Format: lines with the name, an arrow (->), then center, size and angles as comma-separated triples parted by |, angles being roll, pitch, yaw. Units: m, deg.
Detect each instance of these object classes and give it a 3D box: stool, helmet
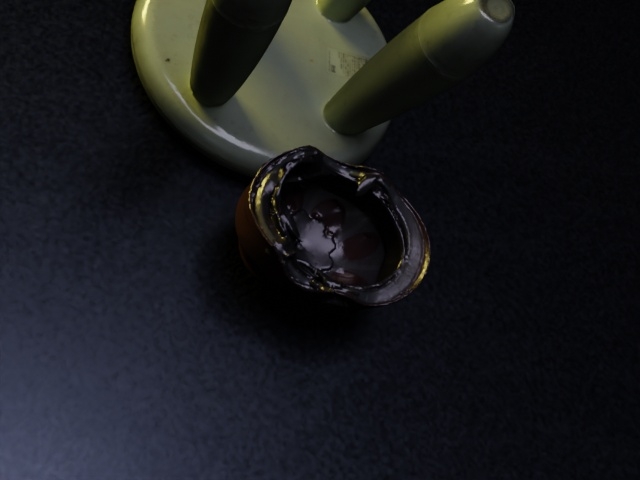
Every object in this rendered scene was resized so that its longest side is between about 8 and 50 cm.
stool -> -0.001, -0.161, 0.813 | 0.195, 0.198, 0.195 | 11, 61, -23
helmet -> 0.000, 0.000, 0.801 | 0.123, 0.070, 0.098 | 28, 60, -19
